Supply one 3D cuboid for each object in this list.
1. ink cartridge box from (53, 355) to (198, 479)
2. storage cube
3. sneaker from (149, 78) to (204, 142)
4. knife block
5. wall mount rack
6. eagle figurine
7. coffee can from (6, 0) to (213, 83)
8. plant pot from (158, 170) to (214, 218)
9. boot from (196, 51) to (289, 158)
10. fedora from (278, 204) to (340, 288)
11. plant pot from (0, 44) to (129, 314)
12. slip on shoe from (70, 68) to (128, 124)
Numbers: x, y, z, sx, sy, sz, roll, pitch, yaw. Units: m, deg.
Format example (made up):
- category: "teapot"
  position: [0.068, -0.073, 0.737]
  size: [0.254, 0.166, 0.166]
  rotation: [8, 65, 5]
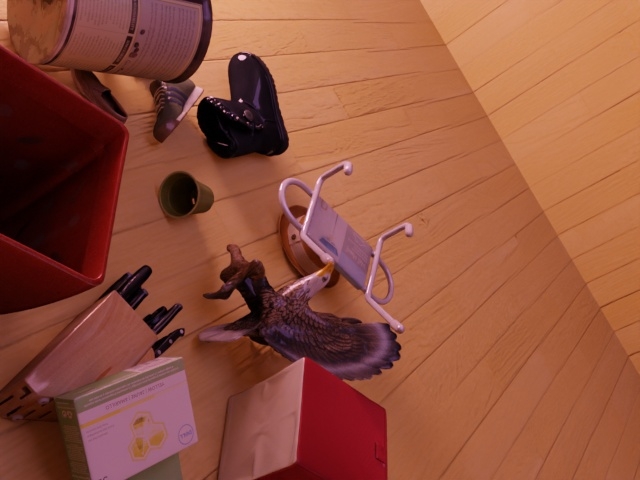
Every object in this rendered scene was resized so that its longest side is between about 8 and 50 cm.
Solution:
- category: "ink cartridge box"
  position: [-0.234, 0.284, 1.054]
  size: [0.171, 0.056, 0.235]
  rotation: [-17, 99, -48]
- category: "storage cube"
  position: [-0.025, 0.331, 1.281]
  size: [0.193, 0.183, 0.215]
  rotation: [38, 37, -29]
- category: "sneaker"
  position: [-0.288, -0.257, 1.536]
  size: [0.086, 0.064, 0.192]
  rotation: [40, 35, -15]
- category: "knife block"
  position: [-0.313, 0.128, 1.146]
  size: [0.275, 0.088, 0.242]
  rotation: [18, 49, -46]
- category: "wall mount rack"
  position: [0.066, 0.020, 1.582]
  size: [0.350, 0.130, 0.304]
  rotation: [43, 39, -26]
- category: "eagle figurine"
  position: [-0.035, 0.134, 1.393]
  size: [0.298, 0.225, 0.226]
  rotation: [45, 33, -20]
- category: "coffee can"
  position: [-0.349, -0.379, 1.382]
  size: [0.275, 0.201, 0.202]
  rotation: [-3, 66, -46]
- category: "plant pot"
  position: [-0.229, -0.077, 1.455]
  size: [0.079, 0.083, 0.083]
  rotation: [6, 58, -66]
- category: "boot"
  position: [-0.172, -0.282, 1.679]
  size: [0.207, 0.094, 0.246]
  rotation: [-8, 76, -60]
- category: "fedora"
  position: [0.000, 0.000, 1.695]
  size: [0.194, 0.079, 0.194]
  rotation: [35, 38, -33]
- category: "plant pot"
  position: [-0.425, -0.054, 1.003]
  size: [0.267, 0.235, 0.267]
  rotation: [33, 39, -35]
- category: "slip on shoe"
  position: [-0.379, -0.253, 1.419]
  size: [0.135, 0.041, 0.051]
  rotation: [60, 32, 3]
